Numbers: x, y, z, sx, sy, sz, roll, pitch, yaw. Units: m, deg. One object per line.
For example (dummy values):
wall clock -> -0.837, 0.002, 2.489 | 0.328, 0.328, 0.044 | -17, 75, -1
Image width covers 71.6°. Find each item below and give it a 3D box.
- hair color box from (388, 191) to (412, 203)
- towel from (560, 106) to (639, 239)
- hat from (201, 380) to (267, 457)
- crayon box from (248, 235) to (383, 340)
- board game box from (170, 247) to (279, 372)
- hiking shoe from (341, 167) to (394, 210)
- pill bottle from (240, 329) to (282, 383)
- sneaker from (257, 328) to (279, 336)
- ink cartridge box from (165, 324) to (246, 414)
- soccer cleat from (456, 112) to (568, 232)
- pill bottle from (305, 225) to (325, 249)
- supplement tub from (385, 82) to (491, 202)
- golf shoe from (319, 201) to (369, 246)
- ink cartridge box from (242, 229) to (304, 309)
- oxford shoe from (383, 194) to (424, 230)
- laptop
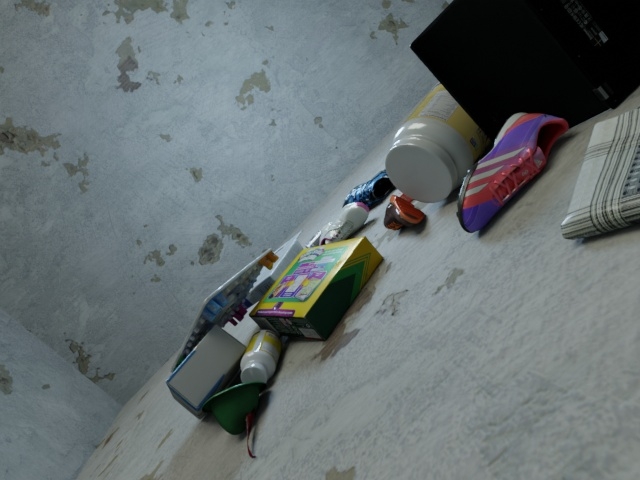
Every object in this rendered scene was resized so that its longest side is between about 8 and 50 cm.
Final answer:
hair color box -> 0.309, -0.167, 1.558 | 0.141, 0.043, 0.072 | -44, 10, 6
towel -> 0.516, -0.155, 0.614 | 0.324, 0.056, 0.312 | -51, 11, -29
hat -> -0.195, 0.476, 1.118 | 0.173, 0.184, 0.208 | -36, -30, 15
crayon box -> -0.023, 0.147, 1.374 | 0.313, 0.106, 0.362 | -50, 19, -28
board game box -> -0.323, 0.246, 1.537 | 0.390, 0.050, 0.390 | -58, -8, 33
hiking shoe -> 0.205, -0.199, 1.910 | 0.304, 0.113, 0.132 | -43, 9, 17
pill bottle -> -0.176, 0.350, 1.308 | 0.103, 0.103, 0.184 | -43, 10, 17
sneaker -> -0.147, 0.272, 1.580 | 0.235, 0.090, 0.095 | -49, 1, -23
ink cartridge box -> -0.364, 0.432, 1.433 | 0.223, 0.129, 0.307 | -51, -7, -29
soccer cleat -> 0.404, -0.148, 0.944 | 0.116, 0.108, 0.318 | 17, 66, 53
pill bottle -> 0.000, 0.000, 2.066 | 0.137, 0.078, 0.078 | -47, 10, -8
supplement tub -> 0.356, -0.292, 1.287 | 0.331, 0.241, 0.241 | -51, 11, -27
golf shoe -> 0.092, -0.039, 1.811 | 0.306, 0.115, 0.140 | -45, 18, 48
ink cartridge box -> -0.210, 0.136, 1.872 | 0.324, 0.071, 0.330 | -37, 12, 40
oxford shoe -> 0.245, -0.066, 1.344 | 0.271, 0.096, 0.098 | -70, 6, -77
laptop -> 0.492, -0.457, 0.965 | 0.408, 0.382, 0.236 | -45, 10, 7
